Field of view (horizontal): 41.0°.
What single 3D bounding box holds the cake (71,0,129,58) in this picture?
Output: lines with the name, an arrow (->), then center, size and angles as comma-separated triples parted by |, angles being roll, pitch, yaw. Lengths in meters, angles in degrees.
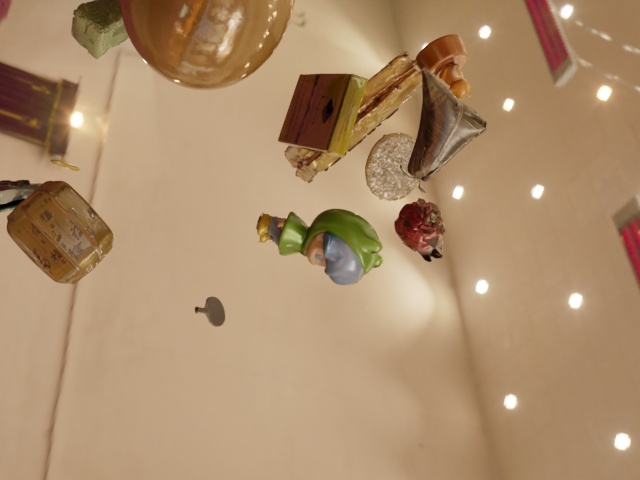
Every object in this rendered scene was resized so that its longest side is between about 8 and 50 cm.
cake -> -0.459, -0.517, 2.032 | 0.099, 0.235, 0.100 | 51, -36, 20

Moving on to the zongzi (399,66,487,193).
zongzi -> 0.198, -0.215, 1.658 | 0.187, 0.184, 0.084 | -46, -151, 16

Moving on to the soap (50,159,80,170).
soap -> -0.697, -0.205, 2.338 | 0.034, 0.089, 0.012 | 5, -100, 39

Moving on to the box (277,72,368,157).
box -> -0.002, -0.252, 1.689 | 0.279, 0.041, 0.153 | 25, -84, 65

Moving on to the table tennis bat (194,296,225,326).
table tennis bat -> -0.337, 0.217, 2.633 | 0.014, 0.158, 0.095 | -14, -103, 24

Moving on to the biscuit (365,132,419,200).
biscuit -> 0.158, -0.157, 1.832 | 0.020, 0.152, 0.152 | 30, -79, 57

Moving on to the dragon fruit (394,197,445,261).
dragon fruit -> 0.238, -0.031, 2.000 | 0.121, 0.130, 0.142 | 34, -32, 50

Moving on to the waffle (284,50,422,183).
waffle -> 0.086, -0.302, 2.137 | 0.376, 0.114, 0.261 | -40, -173, -8

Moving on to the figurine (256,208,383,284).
figurine -> 0.000, 0.000, 1.753 | 0.162, 0.263, 0.143 | 82, 25, -63

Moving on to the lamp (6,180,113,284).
lamp -> -0.503, -0.015, 1.658 | 0.161, 0.185, 0.161 | -42, -169, 10

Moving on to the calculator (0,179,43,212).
calculator -> -0.733, -0.089, 1.788 | 0.274, 0.248, 0.058 | -24, 113, -64

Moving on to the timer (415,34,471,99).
timer -> 0.329, -0.420, 2.161 | 0.132, 0.132, 0.152 | -44, -115, 48

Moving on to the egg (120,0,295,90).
egg -> -0.190, -0.449, 1.497 | 0.301, 0.301, 0.374 | 13, -98, 67
